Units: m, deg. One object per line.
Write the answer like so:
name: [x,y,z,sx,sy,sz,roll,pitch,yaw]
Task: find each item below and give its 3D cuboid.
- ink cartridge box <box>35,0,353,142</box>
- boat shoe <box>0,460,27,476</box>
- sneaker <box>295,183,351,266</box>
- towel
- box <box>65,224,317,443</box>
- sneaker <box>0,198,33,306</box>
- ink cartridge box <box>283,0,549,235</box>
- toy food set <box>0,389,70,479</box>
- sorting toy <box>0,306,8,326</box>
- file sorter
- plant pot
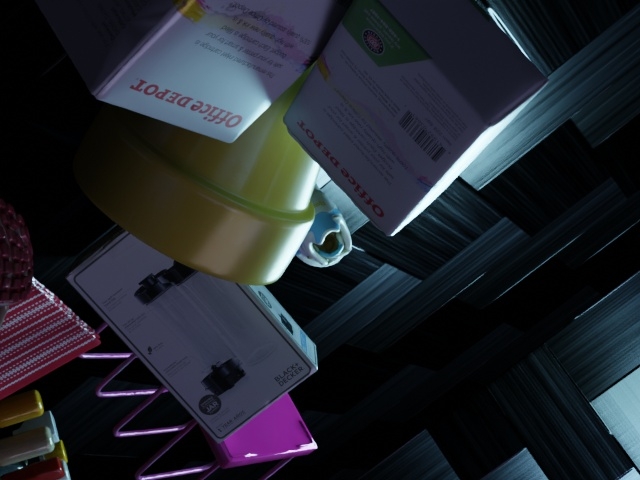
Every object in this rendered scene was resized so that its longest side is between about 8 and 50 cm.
ink cartridge box: [-0.085,-0.253,0.976,0.270,0.197,0.198,-42,156,18]
boat shoe: [-0.586,0.422,1.747,0.340,0.113,0.127,-13,151,-38]
sneaker: [0.000,0.000,1.712,0.087,0.092,0.228,-34,158,-2]
towel: [-0.416,0.130,1.508,0.199,0.031,0.275,-30,155,-3]
box: [-0.155,0.089,1.451,0.169,0.290,0.087,-39,-166,10]
sneaker: [-0.417,0.013,1.202,0.112,0.120,0.299,-12,169,30]
ink cartridge box: [0.074,-0.121,1.017,0.093,0.154,0.212,-38,173,-33]
toy food set: [-0.445,0.318,1.741,0.105,0.111,0.232,-16,154,-10]
sorting toy: [-0.488,0.119,1.349,0.208,0.038,0.193,2,136,-34]
file sorter: [-0.189,0.229,1.669,0.182,0.290,0.202,-42,156,24]
plant pot: [-0.090,-0.120,1.202,0.254,0.254,0.239,8,118,-57]
